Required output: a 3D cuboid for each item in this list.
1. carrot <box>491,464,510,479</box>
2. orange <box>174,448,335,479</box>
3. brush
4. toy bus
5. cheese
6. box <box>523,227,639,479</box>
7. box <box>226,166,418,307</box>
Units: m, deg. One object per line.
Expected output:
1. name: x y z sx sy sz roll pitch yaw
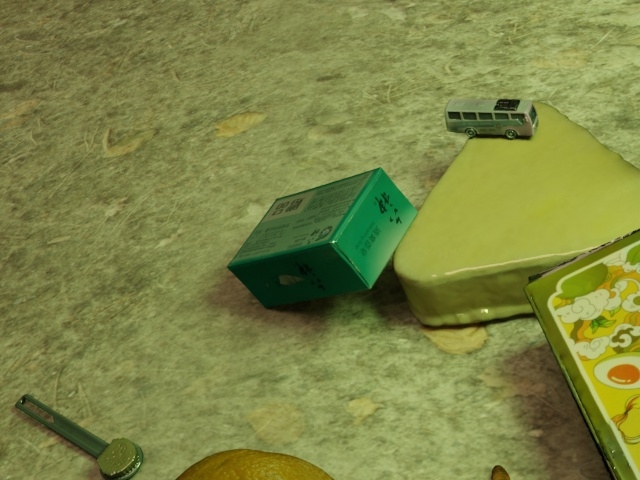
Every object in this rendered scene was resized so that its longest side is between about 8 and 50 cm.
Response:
1. carrot: 0.224 0.314 1.246 0.036 0.035 0.165 -19 39 3
2. orange: -0.069 0.348 1.187 0.264 0.264 0.264 -12 43 11
3. brush: -0.346 0.265 1.537 0.266 0.027 0.062 19 56 37
4. toy bus: 0.243 -0.177 1.578 0.131 0.052 0.037 5 44 26
5. cheese: 0.260 -0.016 1.519 0.384 0.104 0.384 -12 43 12
6. box: 0.465 0.132 1.206 0.373 0.138 0.420 -25 37 9
7. box: 0.000 0.000 1.552 0.245 0.092 0.153 -12 36 50
